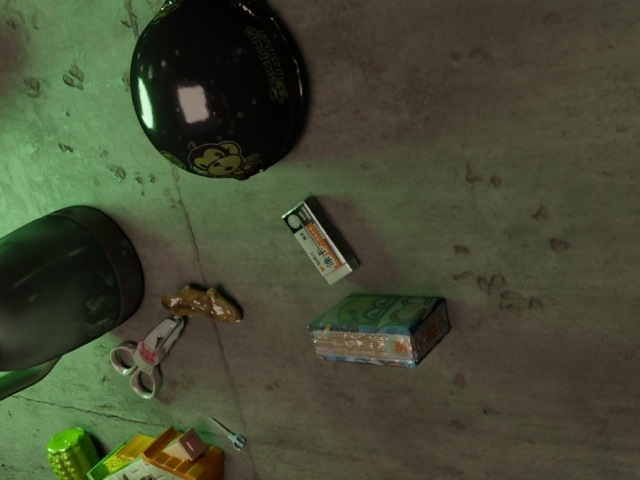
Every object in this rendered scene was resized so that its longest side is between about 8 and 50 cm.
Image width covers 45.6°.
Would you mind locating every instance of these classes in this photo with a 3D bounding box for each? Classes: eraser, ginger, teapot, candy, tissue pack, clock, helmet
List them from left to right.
[{"bbox_3d":[-0.494,0.130,1.274,0.233,0.312,0.314,30,125,20],"label":"teapot"},{"bbox_3d":[-0.495,0.492,1.594,0.097,0.097,0.209,-6,114,35],"label":"candy"},{"bbox_3d":[-0.276,0.460,1.431,0.255,0.106,0.219,-33,93,34],"label":"clock"},{"bbox_3d":[-0.157,-0.203,0.992,0.231,0.160,0.278,-12,107,38],"label":"helmet"},{"bbox_3d":[-0.193,0.102,1.238,0.137,0.044,0.057,7,87,24],"label":"ginger"},{"bbox_3d":[0.000,0.000,1.069,0.052,0.029,0.122,-34,92,39],"label":"eraser"},{"bbox_3d":[0.079,0.120,1.020,0.155,0.116,0.065,1,110,34],"label":"tissue pack"}]

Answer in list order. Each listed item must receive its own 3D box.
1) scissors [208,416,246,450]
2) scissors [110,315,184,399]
[{"bbox_3d":[-0.168,0.343,1.359,0.083,0.006,0.036,36,129,14],"label":"scissors"},{"bbox_3d":[-0.302,0.196,1.359,0.118,0.030,0.242,47,133,5],"label":"scissors"}]
